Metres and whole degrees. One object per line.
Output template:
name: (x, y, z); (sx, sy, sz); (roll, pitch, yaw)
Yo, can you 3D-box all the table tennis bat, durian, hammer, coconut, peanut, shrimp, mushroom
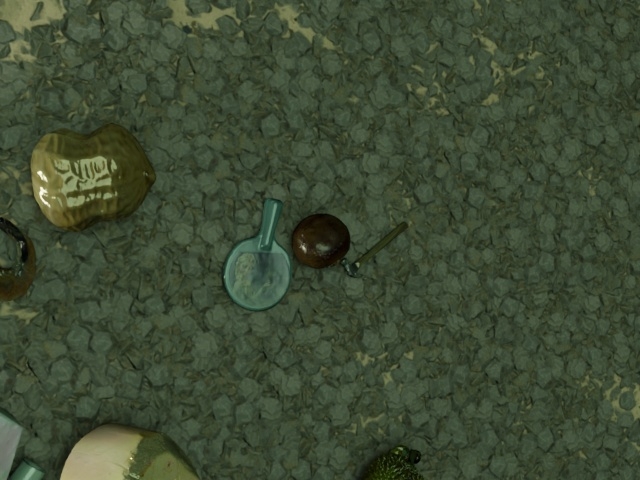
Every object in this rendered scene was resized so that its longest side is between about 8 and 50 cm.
table tennis bat: (-0.119, 0.029, 1.979); (0.149, 0.038, 0.237); (15, 85, -20)
durian: (0.151, 0.541, 2.010); (0.159, 0.146, 0.198); (-17, 79, -21)
hammer: (0.125, 0.019, 2.084); (0.182, 0.017, 0.062); (-38, 102, -19)
coconut: (-0.364, 0.458, 1.764); (0.239, 0.244, 0.239); (-2, 92, -53)
peanut: (-0.430, -0.124, 1.823); (0.233, 0.110, 0.196); (-13, 93, -20)
shrimp: (-0.613, 0.027, 1.744); (0.219, 0.046, 0.152); (18, 82, -44)
mushroom: (0.000, 0.000, 2.010); (0.127, 0.087, 0.127); (4, 66, -10)

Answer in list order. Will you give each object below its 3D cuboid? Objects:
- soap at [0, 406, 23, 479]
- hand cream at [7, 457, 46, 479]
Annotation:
soap: (-0.690, 0.433, 1.689); (0.208, 0.115, 0.347); (41, 75, -22)
hand cream: (-0.620, 0.554, 1.756); (0.085, 0.058, 0.331); (39, 79, -33)
